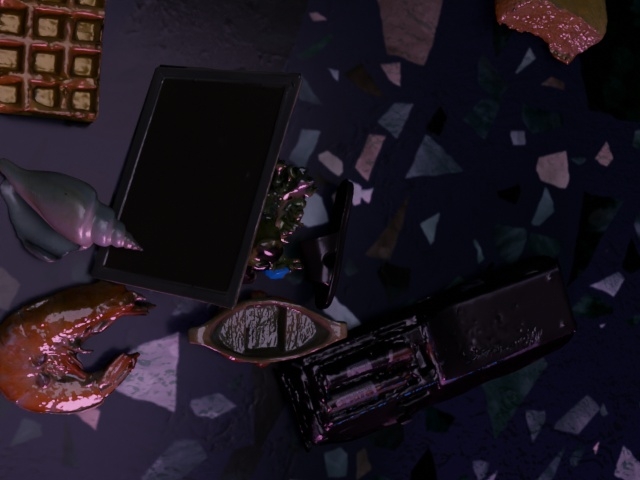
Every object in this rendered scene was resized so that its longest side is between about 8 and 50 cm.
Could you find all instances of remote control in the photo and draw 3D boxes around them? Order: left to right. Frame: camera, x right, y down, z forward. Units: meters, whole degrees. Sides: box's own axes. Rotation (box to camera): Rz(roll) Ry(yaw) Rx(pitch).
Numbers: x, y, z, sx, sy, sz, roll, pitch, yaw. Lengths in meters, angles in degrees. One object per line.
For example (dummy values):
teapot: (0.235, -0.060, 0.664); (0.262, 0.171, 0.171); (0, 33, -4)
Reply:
remote control: (0.146, 0.130, 1.167); (0.399, 0.062, 0.144); (-21, 97, -20)

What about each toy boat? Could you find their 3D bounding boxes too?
toy boat: (-0.065, 0.102, 1.081); (0.185, 0.071, 0.089); (-1, 91, -20)

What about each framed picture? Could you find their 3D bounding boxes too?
framed picture: (-0.131, -0.064, 1.002); (0.014, 0.197, 0.252); (32, 71, -57)

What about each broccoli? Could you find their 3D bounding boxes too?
broccoli: (-0.077, -0.009, 1.030); (0.167, 0.160, 0.154); (-14, 119, -11)

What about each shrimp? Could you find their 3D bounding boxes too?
shrimp: (-0.261, 0.113, 1.023); (0.187, 0.051, 0.132); (-26, 111, -12)

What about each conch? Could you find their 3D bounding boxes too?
conch: (-0.268, -0.025, 1.002); (0.180, 0.065, 0.088); (27, 115, 4)

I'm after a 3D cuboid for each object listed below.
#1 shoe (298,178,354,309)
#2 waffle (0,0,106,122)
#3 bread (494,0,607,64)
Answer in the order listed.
shoe: (0.000, 0.000, 1.113); (0.053, 0.062, 0.159); (17, 79, -17)
waffle: (-0.333, -0.213, 0.985); (0.211, 0.055, 0.160); (5, 89, -20)
bread: (0.295, -0.312, 1.214); (0.156, 0.086, 0.125); (22, 72, -23)
